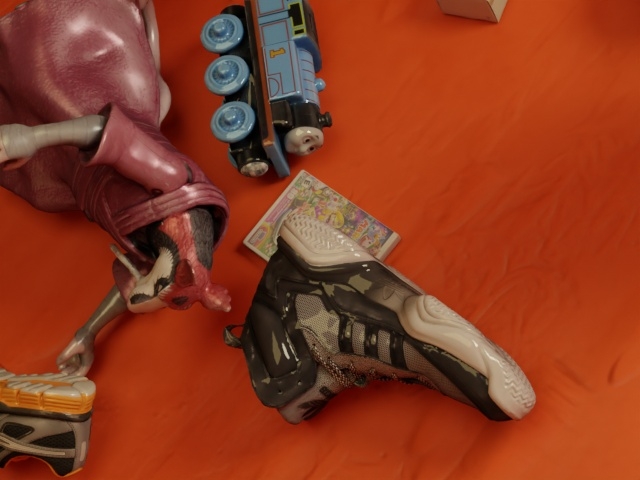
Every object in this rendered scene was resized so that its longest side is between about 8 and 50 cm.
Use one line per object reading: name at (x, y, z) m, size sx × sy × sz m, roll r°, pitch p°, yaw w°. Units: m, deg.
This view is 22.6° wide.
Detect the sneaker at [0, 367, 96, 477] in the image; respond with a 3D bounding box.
sneaker at (-0.289, 0.160, 1.422) m, size 0.215 × 0.084 × 0.083 m, roll 3°, pitch 101°, yaw 36°

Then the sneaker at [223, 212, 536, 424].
sneaker at (0.040, 0.102, 1.303) m, size 0.268 × 0.101 × 0.153 m, roll 36°, pitch 91°, yaw 29°

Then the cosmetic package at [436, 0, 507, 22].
cosmetic package at (0.151, -0.260, 1.460) m, size 0.060 × 0.041 × 0.115 m, roll 13°, pitch 71°, yaw 27°

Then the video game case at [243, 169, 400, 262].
video game case at (0.000, 0.000, 1.415) m, size 0.122 × 0.011 × 0.087 m, roll 35°, pitch 82°, yaw 32°

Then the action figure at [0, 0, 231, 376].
action figure at (-0.170, -0.056, 1.442) m, size 0.275 × 0.248 × 0.370 m, roll -28°, pitch 53°, yaw -24°

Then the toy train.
toy train at (-0.048, -0.145, 1.468) m, size 0.105 × 0.080 × 0.184 m, roll -14°, pitch 61°, yaw 10°
